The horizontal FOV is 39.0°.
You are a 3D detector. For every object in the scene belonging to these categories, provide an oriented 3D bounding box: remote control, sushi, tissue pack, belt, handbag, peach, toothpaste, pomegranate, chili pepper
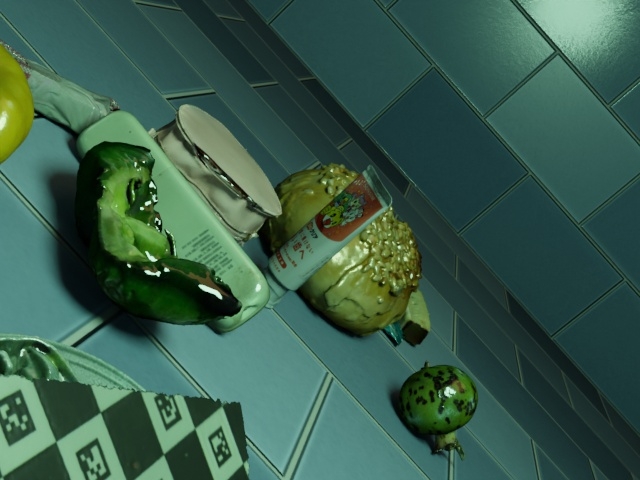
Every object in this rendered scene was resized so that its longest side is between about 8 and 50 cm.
[{"bbox_3d":[-0.178,-0.028,1.080,0.309,0.090,0.038,50,-16,10],"label":"remote control"},{"bbox_3d":[-0.125,0.225,0.581,0.290,0.050,0.264,30,45,-60],"label":"sushi"},{"bbox_3d":[0.107,0.128,1.639,0.138,0.028,0.085,47,14,9],"label":"tissue pack"},{"bbox_3d":[-0.331,-0.179,1.098,0.071,0.053,0.232,47,12,30],"label":"belt"},{"bbox_3d":[-0.159,-0.075,1.199,0.205,0.116,0.179,45,15,-14],"label":"handbag"},{"bbox_3d":[-0.350,-0.144,0.844,0.179,0.103,0.179,46,16,-17],"label":"peach"},{"bbox_3d":[0.000,0.000,1.228,0.057,0.234,0.089,37,17,-39],"label":"toothpaste"},{"bbox_3d":[0.181,0.260,1.361,0.122,0.122,0.162,-18,94,-75],"label":"pomegranate"},{"bbox_3d":[-0.197,-0.002,0.947,0.148,0.116,0.265,21,28,-38],"label":"chili pepper"}]

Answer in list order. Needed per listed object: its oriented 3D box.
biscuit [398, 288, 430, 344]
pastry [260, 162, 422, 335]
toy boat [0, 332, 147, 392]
[{"bbox_3d":[0.173,0.138,1.759,0.056,0.052,0.188,28,18,-10],"label":"biscuit"},{"bbox_3d":[0.046,-0.001,1.474,0.284,0.184,0.316,39,17,-31],"label":"pastry"},{"bbox_3d":[-0.199,0.123,0.601,0.141,0.092,0.319,58,16,18],"label":"toy boat"}]
